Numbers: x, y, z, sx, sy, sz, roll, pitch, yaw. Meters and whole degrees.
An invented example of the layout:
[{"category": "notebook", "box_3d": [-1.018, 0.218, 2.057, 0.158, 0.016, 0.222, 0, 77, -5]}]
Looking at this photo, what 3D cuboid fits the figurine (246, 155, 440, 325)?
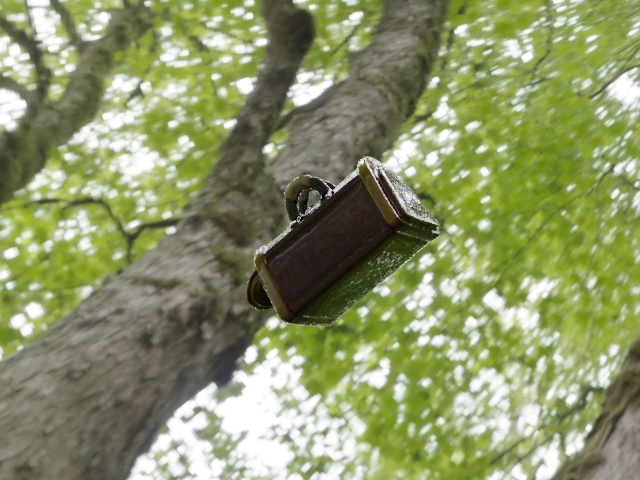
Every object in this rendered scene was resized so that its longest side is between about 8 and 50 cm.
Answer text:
[{"category": "figurine", "box_3d": [0.000, 0.001, 0.898, 0.154, 0.082, 0.098, -39, -108, 18]}]
